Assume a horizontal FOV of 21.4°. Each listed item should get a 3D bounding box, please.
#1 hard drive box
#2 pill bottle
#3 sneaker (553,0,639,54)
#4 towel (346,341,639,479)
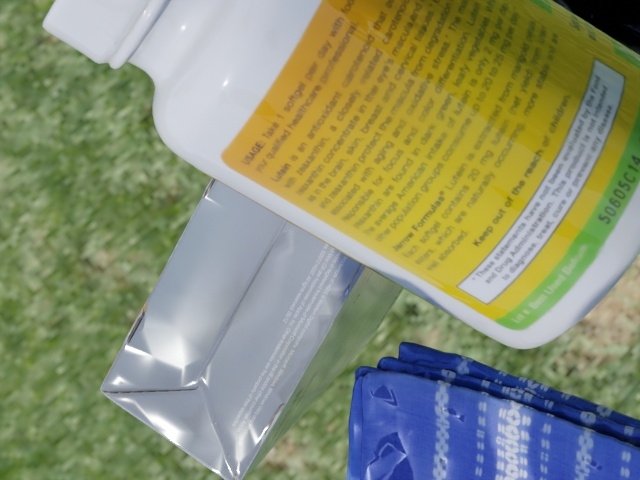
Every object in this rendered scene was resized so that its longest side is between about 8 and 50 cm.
[{"bbox_3d":[0.000,0.000,0.918,0.089,0.232,0.181,34,113,8],"label":"hard drive box"},{"bbox_3d":[0.017,-0.069,0.703,0.246,0.136,0.136,30,147,-12],"label":"pill bottle"},{"bbox_3d":[0.201,-0.221,1.374,0.293,0.146,0.102,28,111,27],"label":"sneaker"},{"bbox_3d":[0.135,0.198,0.697,0.336,0.040,0.243,17,106,38],"label":"towel"}]
